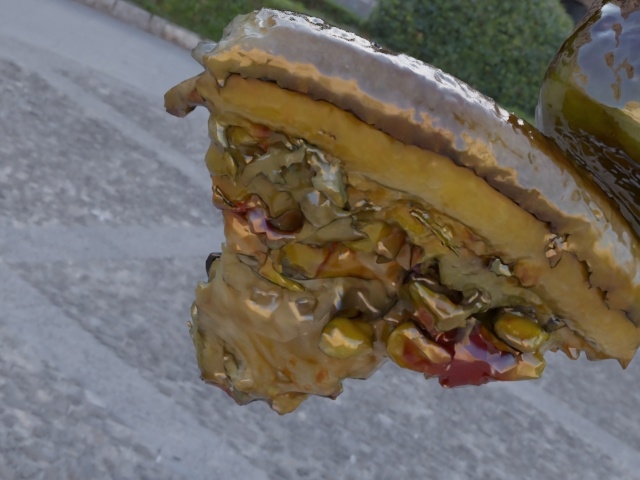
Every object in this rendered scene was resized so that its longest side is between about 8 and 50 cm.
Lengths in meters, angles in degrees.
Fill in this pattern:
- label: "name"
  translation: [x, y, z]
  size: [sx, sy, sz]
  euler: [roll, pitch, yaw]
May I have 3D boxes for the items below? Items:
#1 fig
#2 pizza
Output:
- label: "fig"
  translation: [0.190, -0.058, 0.507]
  size: [0.154, 0.166, 0.144]
  euler: [-17, 0, -31]
- label: "pizza"
  translation: [0.000, 0.000, 0.503]
  size: [0.251, 0.287, 0.074]
  euler: [51, 37, -32]
